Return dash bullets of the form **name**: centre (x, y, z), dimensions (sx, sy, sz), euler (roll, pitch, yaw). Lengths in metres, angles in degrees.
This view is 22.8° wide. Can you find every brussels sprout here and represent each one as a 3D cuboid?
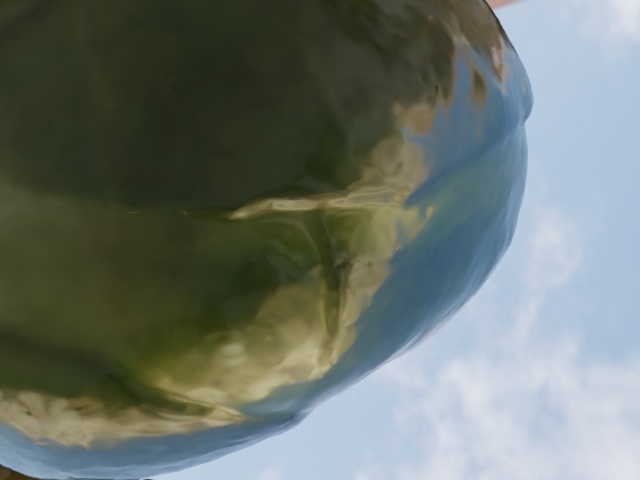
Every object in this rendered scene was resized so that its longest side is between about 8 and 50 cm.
- **brussels sprout**: centre (-0.090, -0.032, 0.786), dimensions (0.371, 0.315, 0.276), euler (-11, -81, 40)

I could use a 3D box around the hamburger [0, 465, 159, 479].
- **hamburger**: centre (-0.225, 0.232, 1.158), dimensions (0.237, 0.237, 0.149), euler (4, -100, 20)
